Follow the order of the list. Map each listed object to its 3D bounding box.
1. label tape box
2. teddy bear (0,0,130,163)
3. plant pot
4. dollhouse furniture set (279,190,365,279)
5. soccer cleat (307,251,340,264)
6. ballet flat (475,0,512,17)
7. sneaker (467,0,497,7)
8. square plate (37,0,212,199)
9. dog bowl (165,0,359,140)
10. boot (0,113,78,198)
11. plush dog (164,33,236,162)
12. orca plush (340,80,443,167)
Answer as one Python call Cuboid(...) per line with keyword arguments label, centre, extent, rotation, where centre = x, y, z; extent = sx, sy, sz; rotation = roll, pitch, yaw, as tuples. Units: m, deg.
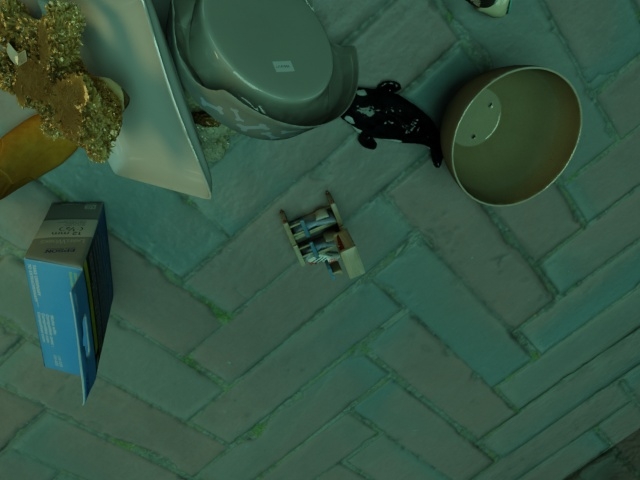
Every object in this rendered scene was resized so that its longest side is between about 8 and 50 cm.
Cuboid(label="label tape box", centre=(-0.487, 0.107, 0.993), extent=(0.115, 0.348, 0.249), rotation=(0, 118, -13))
Cuboid(label="teddy bear", centre=(-0.434, -0.272, 0.851), extent=(0.113, 0.337, 0.245), rotation=(-21, 126, -52))
Cuboid(label="plant pot", centre=(0.371, -0.239, 1.094), extent=(0.283, 0.191, 0.284), rotation=(-6, 119, -11))
Cuboid(label="dollhouse furniture set", centre=(0.000, 0.000, 1.144), extent=(0.129, 0.184, 0.129), rotation=(-23, 121, 0))
Cuboid(label="soccer cleat", centre=(0.008, 0.038, 1.258), extent=(0.083, 0.029, 0.036), rotation=(-7, 124, -4))
Cuboid(label="ballet flat", centre=(0.353, -0.562, 0.983), extent=(0.086, 0.086, 0.249), rotation=(0, 119, -13))
Cuboid(label="sneaker", centre=(0.282, -0.635, 0.792), extent=(0.257, 0.169, 0.448), rotation=(-35, 128, -2))
Cuboid(label="square plate", centre=(-0.328, -0.255, 0.883), extent=(0.049, 0.343, 0.348), rotation=(-38, 129, -35))
Cuboid(label="dog bowl", centre=(-0.099, -0.330, 0.875), extent=(0.348, 0.349, 0.102), rotation=(27, 150, -25))
Cuboid(label="boot", centre=(-0.563, -0.124, 0.928), extent=(0.295, 0.211, 0.104), rotation=(-30, 122, 4))
Cuboid(label="plush dog", centre=(-0.175, -0.290, 0.960), extent=(0.225, 0.210, 0.263), rotation=(-42, 125, -20))
Cuboid(label="orca plush", centre=(0.167, -0.236, 1.100), extent=(0.287, 0.102, 0.151), rotation=(33, 107, -27))
